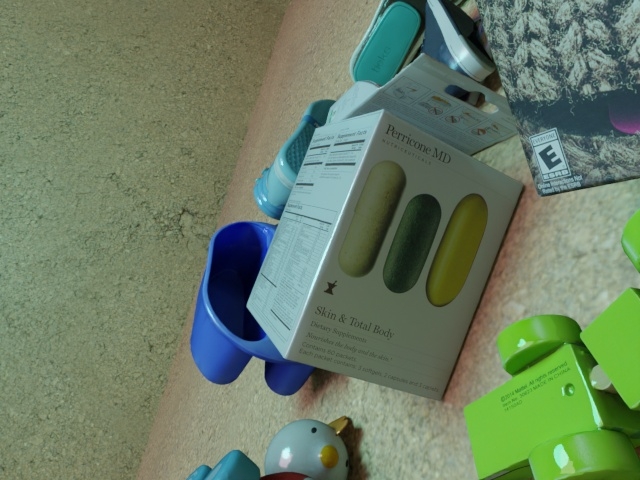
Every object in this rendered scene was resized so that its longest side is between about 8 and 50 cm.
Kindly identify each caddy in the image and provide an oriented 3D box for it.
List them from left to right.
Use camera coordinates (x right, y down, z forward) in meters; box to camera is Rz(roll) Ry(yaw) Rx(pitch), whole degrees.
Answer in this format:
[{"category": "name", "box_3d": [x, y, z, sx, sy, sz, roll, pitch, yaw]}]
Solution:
[{"category": "caddy", "box_3d": [-0.090, 0.098, 0.830, 0.341, 0.242, 0.179, -100, 30, -53]}]

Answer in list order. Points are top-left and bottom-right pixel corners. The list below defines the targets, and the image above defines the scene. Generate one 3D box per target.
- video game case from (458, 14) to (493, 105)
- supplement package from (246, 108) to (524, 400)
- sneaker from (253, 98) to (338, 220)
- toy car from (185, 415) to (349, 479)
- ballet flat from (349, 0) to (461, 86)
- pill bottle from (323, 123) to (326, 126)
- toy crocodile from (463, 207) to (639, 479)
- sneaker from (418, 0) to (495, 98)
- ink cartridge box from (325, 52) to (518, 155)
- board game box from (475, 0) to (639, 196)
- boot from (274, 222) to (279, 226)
[{"category": "video game case", "box_3d": [0.215, -0.271, 0.734, 0.143, 0.019, 0.157, 13, 82, 69]}, {"category": "supplement package", "box_3d": [0.064, 0.013, 0.578, 0.262, 0.200, 0.198, -69, 21, 0]}, {"category": "sneaker", "box_3d": [-0.041, -0.168, 1.020, 0.208, 0.127, 0.319, -45, 6, 45]}, {"category": "toy car", "box_3d": [-0.021, 0.302, 0.594, 0.210, 0.219, 0.238, -46, 2, 46]}, {"category": "ballet flat", "box_3d": [0.184, -0.446, 0.851, 0.400, 0.139, 0.139, -51, 27, 41]}, {"category": "pill bottle", "box_3d": [0.061, -0.103, 0.794, 0.131, 0.131, 0.229, -51, 27, 39]}, {"category": "toy crocodile", "box_3d": [0.215, 0.079, 0.307, 0.115, 0.105, 0.340, -93, 27, -47]}, {"category": "sneaker", "box_3d": [0.158, -0.268, 0.719, 0.163, 0.086, 0.226, -45, 32, 40]}, {"category": "ink cartridge box", "box_3d": [0.133, -0.162, 0.603, 0.225, 0.181, 0.056, -25, 51, 62]}, {"category": "board game box", "box_3d": [0.221, -0.198, 0.273, 0.232, 0.141, 0.290, -13, 97, 66]}, {"category": "boot", "box_3d": [-0.058, 0.015, 1.047, 0.229, 0.091, 0.262, -37, 44, 41]}]
